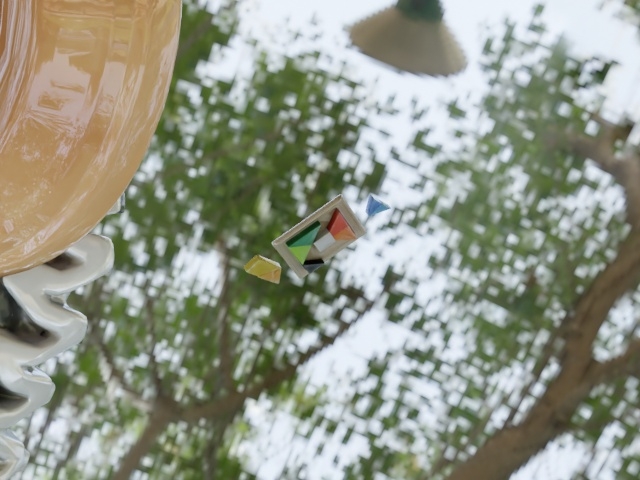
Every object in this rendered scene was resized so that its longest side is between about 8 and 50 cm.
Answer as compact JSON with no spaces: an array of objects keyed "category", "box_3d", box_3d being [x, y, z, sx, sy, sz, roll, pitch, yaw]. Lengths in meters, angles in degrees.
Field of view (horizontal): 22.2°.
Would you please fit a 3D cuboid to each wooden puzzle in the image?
[{"category":"wooden puzzle","box_3d":[0.000,0.000,1.298,0.014,0.116,0.078,55,-172,30]}]

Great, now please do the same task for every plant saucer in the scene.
[{"category":"plant saucer","box_3d":[-0.127,-0.084,0.487,0.200,0.200,0.037,39,-151,25]}]

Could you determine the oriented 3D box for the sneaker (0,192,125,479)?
[{"category":"sneaker","box_3d":[-0.175,0.089,0.632,0.118,0.292,0.110,20,171,-23]}]
